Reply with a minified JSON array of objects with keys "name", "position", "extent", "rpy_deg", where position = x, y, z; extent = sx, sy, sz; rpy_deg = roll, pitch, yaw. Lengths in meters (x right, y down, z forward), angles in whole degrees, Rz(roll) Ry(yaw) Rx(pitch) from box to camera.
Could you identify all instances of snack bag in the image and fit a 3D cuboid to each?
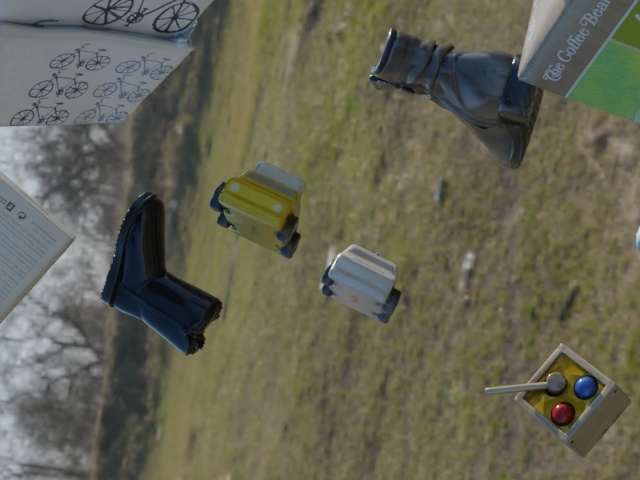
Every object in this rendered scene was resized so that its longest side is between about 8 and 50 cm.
[{"name":"snack bag","position":[-0.260,-0.240,1.325],"extent":[0.342,0.323,0.037],"rpy_deg":[-40,71,32]}]

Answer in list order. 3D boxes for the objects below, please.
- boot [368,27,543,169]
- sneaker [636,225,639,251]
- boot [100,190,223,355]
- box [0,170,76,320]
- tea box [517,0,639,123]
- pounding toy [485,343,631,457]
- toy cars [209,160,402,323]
[{"name":"boot","position":[0.190,-0.206,1.576],"extent":[0.338,0.222,0.118],"rpy_deg":[62,-135,-73]},{"name":"sneaker","position":[0.677,-0.076,1.841],"extent":[0.127,0.319,0.208],"rpy_deg":[52,-136,-55]},{"name":"boot","position":[-0.256,0.059,1.967],"extent":[0.094,0.207,0.246],"rpy_deg":[-40,-24,-61]},{"name":"box","position":[-0.536,0.072,1.669],"extent":[0.345,0.168,0.215],"rpy_deg":[-50,9,-6]},{"name":"tea box","position":[0.356,-0.252,0.864],"extent":[0.220,0.323,0.329],"rpy_deg":[114,173,-61]},{"name":"pounding toy","position":[0.342,0.226,1.652],"extent":[0.130,0.100,0.141],"rpy_deg":[-49,47,-1]},{"name":"toy cars","position":[0.000,0.000,1.423],"extent":[0.176,0.393,0.087],"rpy_deg":[17,76,46]}]
